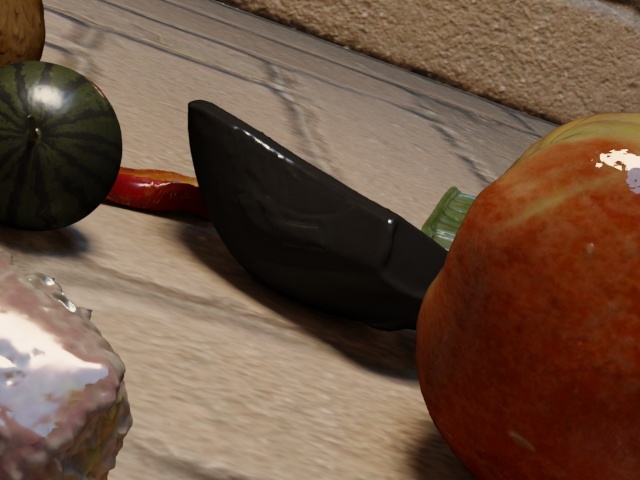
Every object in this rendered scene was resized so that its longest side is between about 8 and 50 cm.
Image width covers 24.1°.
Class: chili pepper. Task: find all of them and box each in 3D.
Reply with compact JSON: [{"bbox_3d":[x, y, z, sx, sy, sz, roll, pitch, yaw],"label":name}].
[{"bbox_3d":[-0.123,-0.036,1.079,0.178,0.027,0.045,9,13,-43],"label":"chili pepper"}]

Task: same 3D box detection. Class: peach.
[{"bbox_3d":[0.184,0.055,0.778,0.257,0.232,0.232,31,14,4],"label":"peach"}]

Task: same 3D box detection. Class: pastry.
[{"bbox_3d":[-0.175,0.027,0.557,0.265,0.112,0.103,27,25,30],"label":"pastry"}]

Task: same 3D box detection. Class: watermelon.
[{"bbox_3d":[-0.172,-0.059,0.901,0.105,0.105,0.133,20,-7,-3],"label":"watermelon"}]

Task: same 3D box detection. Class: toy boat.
[{"bbox_3d":[0.121,0.015,1.189,0.093,0.055,0.293,20,13,-1],"label":"toy boat"}]

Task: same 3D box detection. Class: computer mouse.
[{"bbox_3d":[0.000,0.000,0.995,0.264,0.088,0.147,29,-1,35],"label":"computer mouse"}]

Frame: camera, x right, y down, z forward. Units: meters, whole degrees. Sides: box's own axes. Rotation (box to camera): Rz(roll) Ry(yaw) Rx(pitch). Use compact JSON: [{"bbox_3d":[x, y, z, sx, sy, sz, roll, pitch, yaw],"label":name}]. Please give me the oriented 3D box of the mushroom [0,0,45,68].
[{"bbox_3d":[-0.327,-0.194,1.152,0.253,0.153,0.253,29,7,-4],"label":"mushroom"}]
